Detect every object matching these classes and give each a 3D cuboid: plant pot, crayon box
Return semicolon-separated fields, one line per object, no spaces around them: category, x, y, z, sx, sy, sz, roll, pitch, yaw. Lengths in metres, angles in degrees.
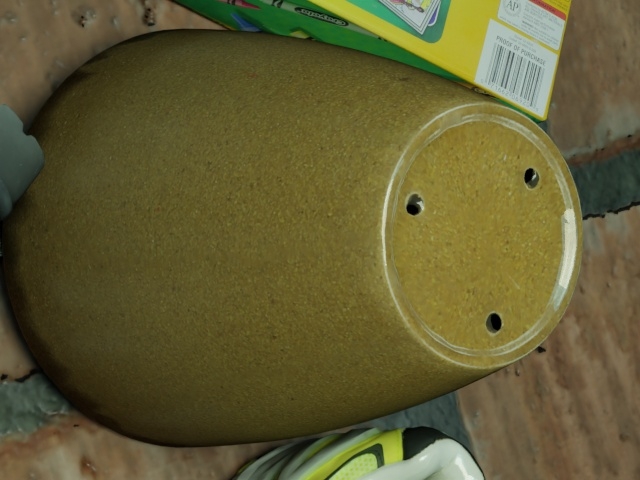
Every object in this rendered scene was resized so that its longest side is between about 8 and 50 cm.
plant pot;0.000;0.000;0.786;0.237;0.254;0.237;-1;91;-34
crayon box;0.026;-0.190;0.956;0.278;0.081;0.165;24;70;-24

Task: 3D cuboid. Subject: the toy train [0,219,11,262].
toy train;-0.146;-0.025;0.860;0.158;0.027;0.036;-31;87;-31

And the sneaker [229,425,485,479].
sneaker;-0.024;0.239;0.756;0.145;0.147;0.385;34;48;-19

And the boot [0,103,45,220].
boot;-0.383;0.017;0.659;0.367;0.146;0.445;42;68;-15
